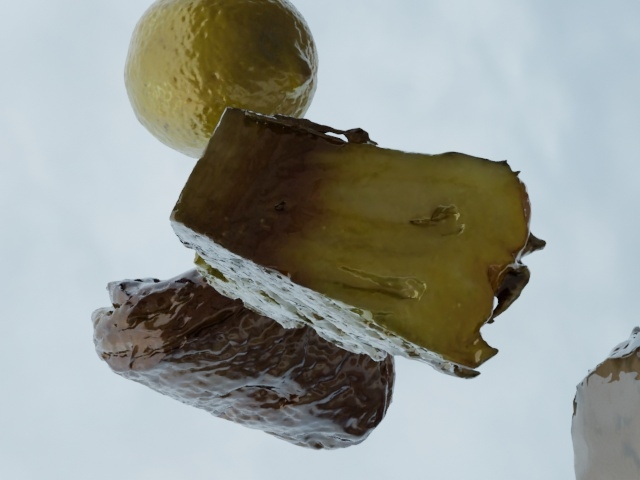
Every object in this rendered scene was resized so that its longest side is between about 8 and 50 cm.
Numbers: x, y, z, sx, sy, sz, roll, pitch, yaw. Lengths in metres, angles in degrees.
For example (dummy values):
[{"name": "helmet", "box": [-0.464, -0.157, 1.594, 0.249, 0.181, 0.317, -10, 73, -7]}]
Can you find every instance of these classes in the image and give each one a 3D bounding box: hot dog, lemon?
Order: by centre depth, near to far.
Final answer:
[{"name": "hot dog", "box": [-0.084, 0.120, 1.285, 0.387, 0.267, 0.174, 31, -122, -41]}, {"name": "lemon", "box": [-0.117, -0.216, 1.384, 0.228, 0.253, 0.228, 27, -123, -52]}]

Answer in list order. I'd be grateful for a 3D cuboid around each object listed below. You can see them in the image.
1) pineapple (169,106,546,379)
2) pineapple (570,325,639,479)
[{"name": "pineapple", "box": [0.000, 0.000, 0.624, 0.186, 0.236, 0.114, 40, -118, -44]}, {"name": "pineapple", "box": [0.293, 0.113, 0.590, 0.310, 0.141, 0.170, -1, -94, -19]}]
